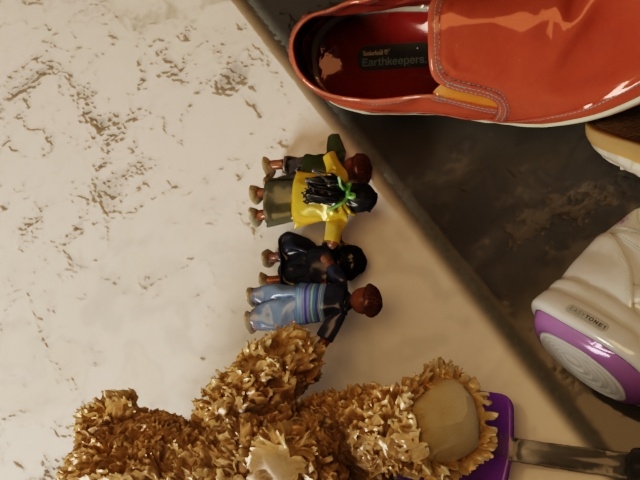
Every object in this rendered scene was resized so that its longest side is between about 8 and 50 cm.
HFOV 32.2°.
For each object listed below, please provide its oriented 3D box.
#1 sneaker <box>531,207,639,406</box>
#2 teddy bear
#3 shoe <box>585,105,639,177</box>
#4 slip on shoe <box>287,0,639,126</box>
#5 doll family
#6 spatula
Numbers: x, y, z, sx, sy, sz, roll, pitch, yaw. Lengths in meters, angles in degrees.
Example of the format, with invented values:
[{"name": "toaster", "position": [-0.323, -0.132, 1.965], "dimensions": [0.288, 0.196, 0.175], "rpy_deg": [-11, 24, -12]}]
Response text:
[{"name": "sneaker", "position": [0.292, 0.072, 0.717], "dimensions": [0.305, 0.114, 0.152], "rpy_deg": [32, 72, 32]}, {"name": "teddy bear", "position": [-0.026, 0.184, 0.818], "dimensions": [0.338, 0.113, 0.245], "rpy_deg": [-25, 92, 16]}, {"name": "shoe", "position": [0.266, -0.043, 0.775], "dimensions": [0.076, 0.058, 0.219], "rpy_deg": [-19, 29, -24]}, {"name": "slip on shoe", "position": [0.121, -0.146, 0.837], "dimensions": [0.331, 0.101, 0.123], "rpy_deg": [2, 95, 31]}, {"name": "doll family", "position": [0.000, 0.000, 0.891], "dimensions": [0.111, 0.076, 0.193], "rpy_deg": [-3, 79, 16]}, {"name": "spatula", "position": [0.194, 0.156, 0.788], "dimensions": [0.296, 0.030, 0.084], "rpy_deg": [3, 77, 22]}]
